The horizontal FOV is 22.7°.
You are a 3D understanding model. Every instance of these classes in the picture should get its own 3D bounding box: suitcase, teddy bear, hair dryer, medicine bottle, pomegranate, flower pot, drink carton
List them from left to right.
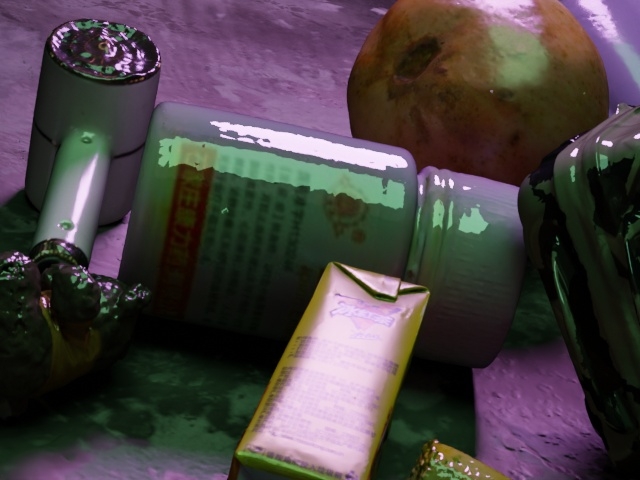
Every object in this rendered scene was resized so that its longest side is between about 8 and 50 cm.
[{"bbox_3d":[-0.247,0.079,1.439,0.190,0.177,0.140,-14,83,-43],"label":"teddy bear"},{"bbox_3d":[-0.252,-0.056,1.650,0.128,0.203,0.362,11,37,-7],"label":"hair dryer"},{"bbox_3d":[0.000,0.000,1.616,0.388,0.219,0.219,11,26,-8],"label":"medicine bottle"},{"bbox_3d":[0.005,0.163,1.364,0.111,0.154,0.351,17,26,5],"label":"drink carton"},{"bbox_3d":[0.199,-0.150,1.940,0.338,0.338,0.338,12,26,-6],"label":"pomegranate"},{"bbox_3d":[0.406,-0.180,2.167,0.265,0.265,0.243,2,39,-23],"label":"flower pot"},{"bbox_3d":[0.318,0.051,1.550,0.194,0.351,0.339,-18,7,31],"label":"suitcase"}]

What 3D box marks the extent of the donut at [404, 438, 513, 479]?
[{"bbox_3d":[0.134,0.270,1.303,0.152,0.101,0.259,19,22,-4],"label":"donut"}]
